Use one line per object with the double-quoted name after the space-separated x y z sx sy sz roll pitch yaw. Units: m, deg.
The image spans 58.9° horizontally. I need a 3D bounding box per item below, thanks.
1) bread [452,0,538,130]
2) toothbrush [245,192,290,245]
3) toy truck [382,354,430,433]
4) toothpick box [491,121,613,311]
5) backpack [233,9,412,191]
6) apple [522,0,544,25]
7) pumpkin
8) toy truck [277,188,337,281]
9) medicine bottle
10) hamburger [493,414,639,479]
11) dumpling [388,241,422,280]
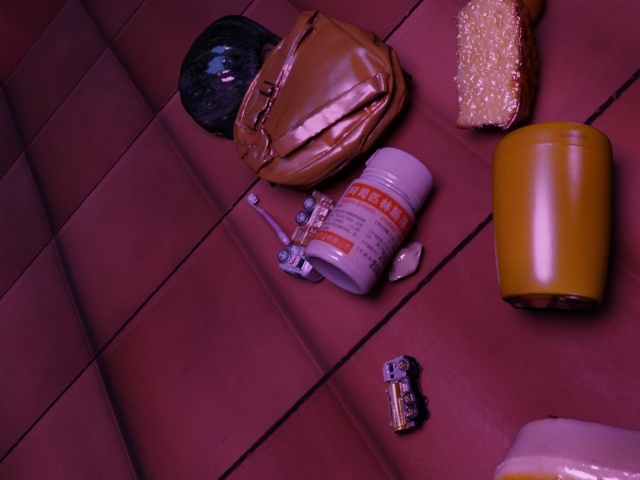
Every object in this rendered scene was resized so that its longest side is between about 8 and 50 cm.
0.323 -0.312 1.016 0.129 0.134 0.260 0 86 44 "bread"
-0.115 -0.052 1.222 0.025 0.020 0.286 -46 32 1 "toothbrush"
0.141 0.260 0.958 0.063 0.052 0.123 -23 61 32 "toy truck"
0.349 -0.025 0.860 0.175 0.175 0.271 -4 73 33 "toothpick box"
-0.009 -0.281 1.186 0.378 0.201 0.353 -39 55 12 "backpack"
0.366 -0.448 1.062 0.114 0.102 0.099 -49 51 6 "apple"
-0.238 -0.421 1.404 0.263 0.197 0.292 -1 69 37 "pumpkin"
0.000 0.001 1.143 0.115 0.080 0.177 23 84 33 "toy truck"
0.092 -0.037 1.032 0.145 0.144 0.252 21 67 38 "medicine bottle"
0.362 0.322 0.680 0.295 0.227 0.151 1 49 38 "hamburger"
0.156 0.038 1.050 0.052 0.057 0.076 9 102 0 "dumpling"
